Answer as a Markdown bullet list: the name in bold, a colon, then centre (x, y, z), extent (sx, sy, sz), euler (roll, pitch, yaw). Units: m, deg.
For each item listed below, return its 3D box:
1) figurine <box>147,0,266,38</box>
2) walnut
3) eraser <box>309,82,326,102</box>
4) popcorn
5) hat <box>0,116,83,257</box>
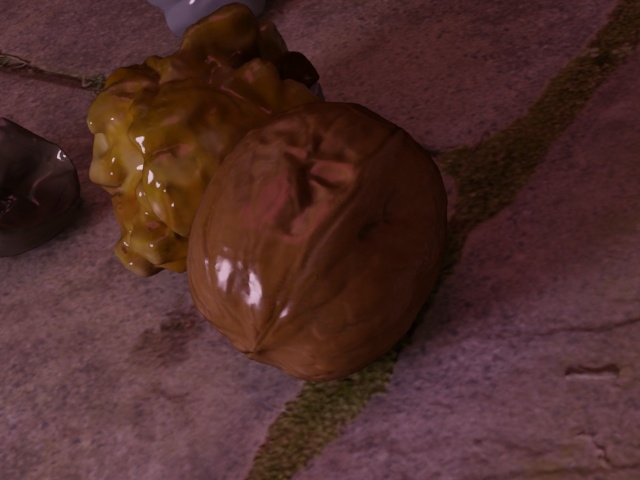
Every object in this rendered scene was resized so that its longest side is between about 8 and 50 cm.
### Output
- **figurine**: centre (-0.121, -0.342, 1.374), extent (0.133, 0.176, 0.236), euler (-27, 23, 39)
- **walnut**: centre (0.000, 0.000, 0.901), extent (0.193, 0.193, 0.225), euler (5, 55, 28)
- **eraser**: centre (-0.053, -0.124, 1.173), extent (0.122, 0.052, 0.029), euler (-8, 39, 14)
- **popcorn**: centre (-0.107, -0.090, 1.058), extent (0.253, 0.191, 0.190), euler (-38, 15, -29)
- **hat**: centre (-0.336, -0.011, 1.166), extent (0.173, 0.144, 0.166), euler (-50, 23, 37)
